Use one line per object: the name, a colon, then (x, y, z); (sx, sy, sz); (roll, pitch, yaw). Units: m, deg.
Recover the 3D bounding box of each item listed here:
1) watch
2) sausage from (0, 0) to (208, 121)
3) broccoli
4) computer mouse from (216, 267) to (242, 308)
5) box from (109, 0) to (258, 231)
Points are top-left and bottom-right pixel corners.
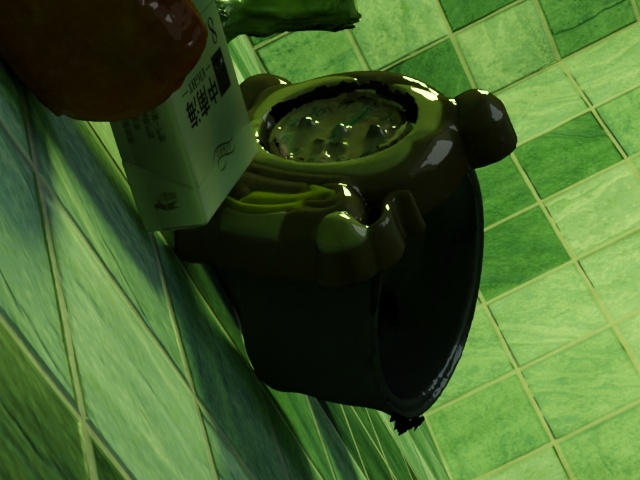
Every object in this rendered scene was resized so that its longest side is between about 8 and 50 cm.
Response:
watch: (0.029, 0.028, 1.635); (0.335, 0.314, 0.327); (-52, 141, -46)
sausage: (-0.188, -0.202, 1.169); (0.268, 0.141, 0.153); (59, 6, -29)
broccoli: (-0.097, -0.283, 2.106); (0.198, 0.275, 0.177); (145, -57, -74)
computer mouse: (-0.089, -0.004, 1.752); (0.113, 0.068, 0.229); (-31, 108, -66)
box: (-0.134, -0.148, 1.414); (0.155, 0.067, 0.243); (-57, 137, -57)
